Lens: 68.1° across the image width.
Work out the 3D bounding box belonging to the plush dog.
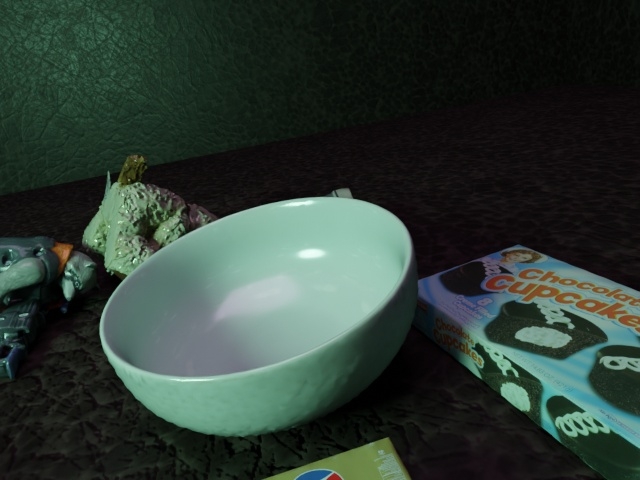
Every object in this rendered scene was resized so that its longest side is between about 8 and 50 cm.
[{"bbox_3d":[-0.282,-0.025,0.885,0.225,0.211,0.262,20,-3,-40],"label":"plush dog"}]

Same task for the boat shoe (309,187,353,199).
[{"bbox_3d":[0.000,0.000,0.802,0.158,0.127,0.340,-16,13,2],"label":"boat shoe"}]

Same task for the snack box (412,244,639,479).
[{"bbox_3d":[0.253,0.099,0.492,0.187,0.060,0.322,-17,22,-18],"label":"snack box"}]

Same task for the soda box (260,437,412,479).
[{"bbox_3d":[-0.023,0.200,0.314,0.181,0.061,0.058,-14,21,-9],"label":"soda box"}]

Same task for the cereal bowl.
[{"bbox_3d":[-0.054,0.084,0.534,0.339,0.141,0.339,-12,26,6],"label":"cereal bowl"}]

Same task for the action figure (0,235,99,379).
[{"bbox_3d":[-0.521,0.063,0.737,0.330,0.179,0.341,2,18,-30],"label":"action figure"}]
